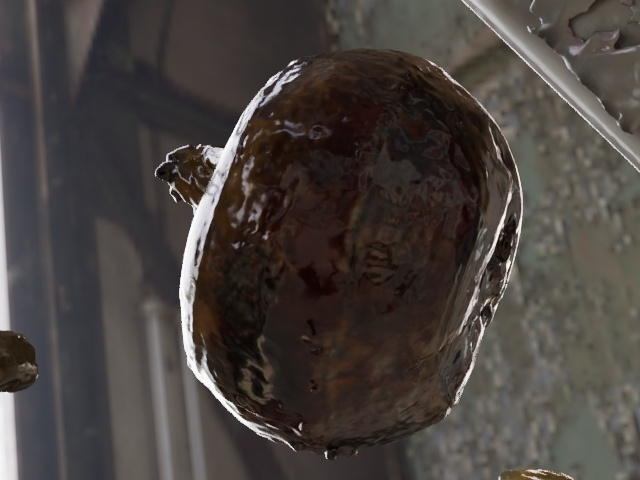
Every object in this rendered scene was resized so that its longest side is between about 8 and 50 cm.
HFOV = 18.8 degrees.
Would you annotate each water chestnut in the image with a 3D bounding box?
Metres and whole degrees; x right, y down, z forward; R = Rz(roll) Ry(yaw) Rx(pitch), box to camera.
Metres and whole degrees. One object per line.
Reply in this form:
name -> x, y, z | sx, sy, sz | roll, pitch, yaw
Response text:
water chestnut -> 0.000, 0.000, 1.571 | 0.302, 0.350, 0.350 | 20, -26, 15

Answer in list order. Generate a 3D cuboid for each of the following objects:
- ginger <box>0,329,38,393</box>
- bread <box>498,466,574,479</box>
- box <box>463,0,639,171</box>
ginger -> -0.305, 0.173, 1.173 | 0.333, 0.080, 0.166 | -46, -22, -6
bread -> 0.177, 0.204, 1.110 | 0.068, 0.188, 0.125 | -55, -18, 5
box -> 0.137, -0.052, 0.440 | 0.142, 0.285, 0.044 | -50, -26, 18
